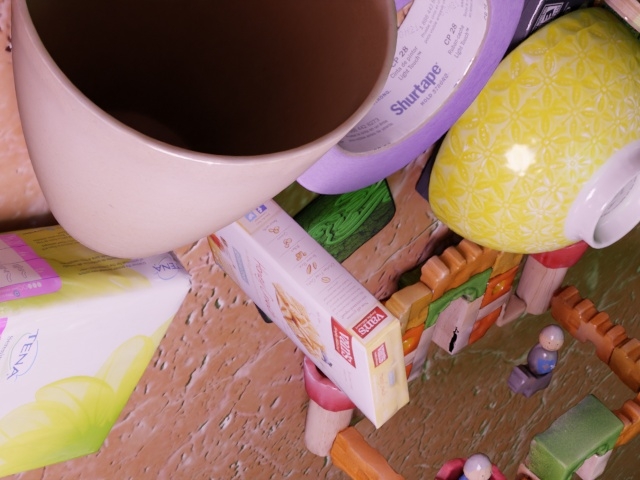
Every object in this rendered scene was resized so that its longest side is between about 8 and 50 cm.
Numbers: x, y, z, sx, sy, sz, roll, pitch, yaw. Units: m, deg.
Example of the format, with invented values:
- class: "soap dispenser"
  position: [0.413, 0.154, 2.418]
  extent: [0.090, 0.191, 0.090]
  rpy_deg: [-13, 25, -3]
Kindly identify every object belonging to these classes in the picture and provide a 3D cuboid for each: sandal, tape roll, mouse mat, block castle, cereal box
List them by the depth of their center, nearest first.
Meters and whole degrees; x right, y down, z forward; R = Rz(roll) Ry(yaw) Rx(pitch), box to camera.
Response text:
- class: "tape roll"
  position: [0.052, -0.173, 1.468]
  extent: [0.275, 0.090, 0.275]
  rpy_deg: [-35, 153, -21]
- class: "cereal box"
  position: [-0.018, 0.045, 1.508]
  extent: [0.047, 0.240, 0.173]
  rpy_deg: [-38, 153, -15]
- class: "mouse mat"
  position: [0.000, 0.000, 1.739]
  extent: [0.190, 0.007, 0.152]
  rpy_deg: [-42, 154, -9]
- class: "sandal"
  position: [0.389, -0.241, 1.794]
  extent: [0.079, 0.088, 0.240]
  rpy_deg: [-49, 149, 16]
- class: "block castle"
  position: [0.220, 0.145, 1.938]
  extent: [0.453, 0.303, 0.213]
  rpy_deg: [-30, 149, -31]

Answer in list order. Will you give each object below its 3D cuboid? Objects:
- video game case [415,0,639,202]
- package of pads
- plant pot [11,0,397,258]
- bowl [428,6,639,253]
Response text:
- class: "video game case"
  position: [0.242, -0.169, 1.818]
  extent: [0.248, 0.035, 0.275]
  rpy_deg: [-14, 140, -47]
- class: "package of pads"
  position: [-0.265, 0.095, 1.379]
  extent: [0.296, 0.101, 0.229]
  rpy_deg: [-10, 138, -52]
- class: "plant pot"
  position: [-0.110, -0.102, 1.195]
  extent: [0.256, 0.256, 0.274]
  rpy_deg: [-30, 166, -29]
- class: "bowl"
  position: [0.269, -0.083, 1.763]
  extent: [0.289, 0.156, 0.289]
  rpy_deg: [-34, 151, -22]
